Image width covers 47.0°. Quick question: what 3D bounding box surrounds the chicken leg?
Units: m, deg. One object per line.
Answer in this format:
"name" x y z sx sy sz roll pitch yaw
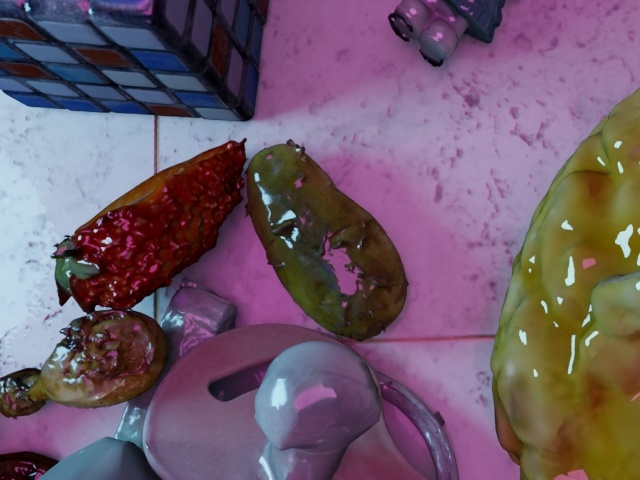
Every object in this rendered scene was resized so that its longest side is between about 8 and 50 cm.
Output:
"chicken leg" -0.249 0.135 0.735 0.251 0.107 0.087 -23 69 36

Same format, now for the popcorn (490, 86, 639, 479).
"popcorn" 0.319 0.062 0.572 0.343 0.354 0.390 19 129 -8

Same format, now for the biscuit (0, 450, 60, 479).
"biscuit" -0.327 0.322 0.779 0.191 0.049 0.192 -1 77 4

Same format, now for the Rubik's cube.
"Rubik's cube" -0.215 -0.296 0.722 0.292 0.287 0.292 8 84 10

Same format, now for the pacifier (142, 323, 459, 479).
"pacifier" -0.015 0.196 0.634 0.220 0.273 0.332 -35 56 8

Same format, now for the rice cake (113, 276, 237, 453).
"rice cake" -0.151 0.145 0.764 0.069 0.063 0.207 20 87 9

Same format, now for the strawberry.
"strawberry" -0.167 -0.012 0.767 0.228 0.174 0.098 -40 106 -31

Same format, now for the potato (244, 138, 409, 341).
"potato" 0.000 0.000 0.745 0.117 0.090 0.226 -36 79 3

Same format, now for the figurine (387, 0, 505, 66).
"figurine" 0.182 -0.287 0.749 0.138 0.110 0.245 41 94 3

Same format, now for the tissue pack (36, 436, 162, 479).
"tissue pack" -0.255 0.349 0.630 0.332 0.229 0.236 -29 93 -1
